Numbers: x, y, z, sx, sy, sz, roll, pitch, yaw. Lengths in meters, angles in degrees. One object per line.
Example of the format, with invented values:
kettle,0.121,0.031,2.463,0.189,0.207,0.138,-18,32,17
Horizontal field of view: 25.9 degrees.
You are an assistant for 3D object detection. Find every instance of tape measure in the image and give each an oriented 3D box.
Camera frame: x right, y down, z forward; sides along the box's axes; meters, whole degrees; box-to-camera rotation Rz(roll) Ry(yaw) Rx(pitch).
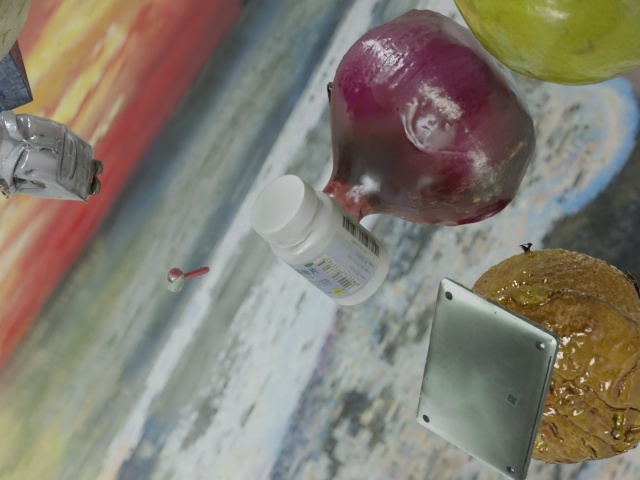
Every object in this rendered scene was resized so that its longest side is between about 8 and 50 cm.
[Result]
tape measure,-0.431,-0.120,1.941,0.236,0.197,0.120,56,-141,-78

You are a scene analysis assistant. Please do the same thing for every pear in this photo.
pear,0.283,-0.297,1.460,0.287,0.287,0.375,-62,-21,9

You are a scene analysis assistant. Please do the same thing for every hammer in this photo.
hammer,-0.237,0.064,2.505,0.083,0.031,0.052,-18,-27,-22

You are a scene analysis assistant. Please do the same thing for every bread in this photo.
bread,0.393,0.209,2.368,0.215,0.398,0.398,-69,5,-46

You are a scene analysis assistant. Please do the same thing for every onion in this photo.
onion,0.127,-0.136,2.047,0.385,0.348,0.348,-45,-2,-7

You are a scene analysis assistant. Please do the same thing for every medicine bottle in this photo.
medicine bottle,0.000,0.000,1.800,0.102,0.186,0.103,-24,47,28

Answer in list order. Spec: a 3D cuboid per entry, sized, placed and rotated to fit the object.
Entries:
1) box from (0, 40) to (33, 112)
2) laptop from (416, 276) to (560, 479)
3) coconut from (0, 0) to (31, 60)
box,-0.602,-0.387,2.370,0.279,0.116,0.261,-120,10,-51
laptop,0.221,0.193,1.893,0.015,0.187,0.269,-33,-39,-42
coconut,-0.572,-0.365,2.041,0.237,0.265,0.237,-154,90,-89
